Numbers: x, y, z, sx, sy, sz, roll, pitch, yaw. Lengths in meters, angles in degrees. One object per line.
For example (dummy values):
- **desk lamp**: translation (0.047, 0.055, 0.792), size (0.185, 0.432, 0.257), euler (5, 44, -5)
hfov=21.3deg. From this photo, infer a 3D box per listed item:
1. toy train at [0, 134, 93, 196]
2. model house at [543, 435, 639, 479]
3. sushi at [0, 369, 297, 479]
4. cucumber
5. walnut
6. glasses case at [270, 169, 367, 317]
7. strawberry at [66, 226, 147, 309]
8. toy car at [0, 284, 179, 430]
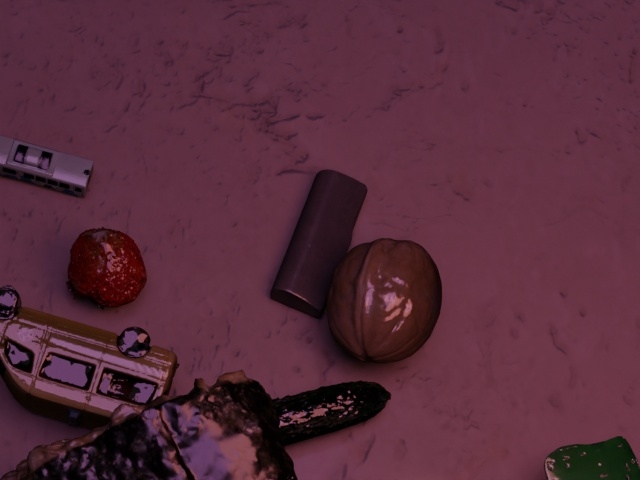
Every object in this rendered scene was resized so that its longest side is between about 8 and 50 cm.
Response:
- **toy train**: translation (-0.391, -0.104, 2.146), size (0.207, 0.047, 0.043), euler (15, 64, -2)
- **model house**: translation (0.327, 0.327, 2.009), size (0.117, 0.088, 0.167), euler (-13, 65, -14)
- **sushi**: translation (-0.203, 0.278, 1.878), size (0.350, 0.211, 0.171), euler (-26, 80, 2)
- **cucumber**: translation (-0.028, 0.210, 2.030), size (0.245, 0.067, 0.067), euler (-15, 67, -13)
- **walnut**: translation (0.078, 0.073, 2.075), size (0.140, 0.140, 0.162), euler (8, 73, -4)
- **glasses case**: translation (0.000, 0.001, 2.154), size (0.072, 0.042, 0.190), euler (23, 63, -5)
- **strawberry**: translation (-0.259, 0.031, 2.071), size (0.106, 0.106, 0.106), euler (3, 63, -6)
- **toy car**: translation (-0.301, 0.149, 2.002), size (0.257, 0.101, 0.124), euler (16, 66, -1)
